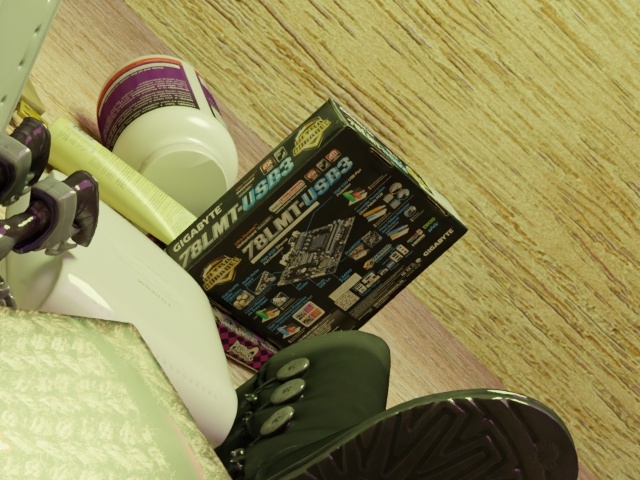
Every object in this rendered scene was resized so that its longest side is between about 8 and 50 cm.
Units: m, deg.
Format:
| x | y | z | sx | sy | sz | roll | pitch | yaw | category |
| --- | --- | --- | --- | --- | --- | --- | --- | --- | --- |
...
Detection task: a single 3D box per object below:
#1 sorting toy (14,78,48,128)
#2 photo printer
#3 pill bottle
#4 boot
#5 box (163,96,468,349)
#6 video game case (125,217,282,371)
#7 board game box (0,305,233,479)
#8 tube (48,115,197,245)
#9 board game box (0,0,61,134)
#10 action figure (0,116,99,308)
| x | y | z | sx | sy | sz | roll | pitch | yaw | category |
| --- | --- | --- | --- | --- | --- | --- | --- | --- | --- |
| -0.433 | -0.215 | 1.834 | 0.132 | 0.046 | 0.274 | 37 | 13 | -46 | sorting toy |
| -0.207 | 0.081 | 1.415 | 0.256 | 0.107 | 0.307 | 42 | 10 | -26 | photo printer |
| -0.222 | -0.137 | 2.033 | 0.181 | 0.181 | 0.323 | 42 | 11 | -28 | pill bottle |
| 0.048 | 0.190 | 1.375 | 0.445 | 0.367 | 0.146 | -67 | 137 | -80 | boot |
| 0.000 | 0.000 | 1.824 | 0.293 | 0.295 | 0.073 | 37 | 15 | -42 | box |
| -0.149 | 0.078 | 1.881 | 0.232 | 0.042 | 0.210 | 35 | 13 | -49 | video game case |
| -0.200 | 0.162 | 0.824 | 0.291 | 0.141 | 0.232 | 12 | 34 | -52 | board game box |
| -0.259 | -0.067 | 1.831 | 0.240 | 0.070 | 0.062 | 35 | -20 | -5 | tube |
| -0.344 | -0.223 | 1.292 | 0.050 | 0.390 | 0.390 | 25 | 6 | 10 | board game box |
| -0.305 | 0.001 | 1.183 | 0.185 | 0.099 | 0.285 | 36 | 37 | 12 | action figure |
